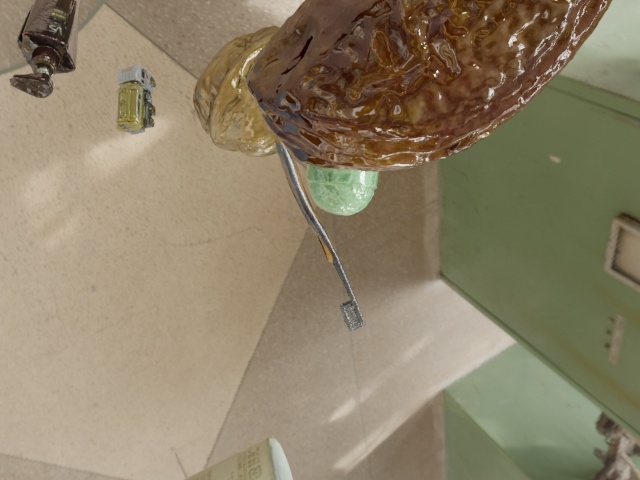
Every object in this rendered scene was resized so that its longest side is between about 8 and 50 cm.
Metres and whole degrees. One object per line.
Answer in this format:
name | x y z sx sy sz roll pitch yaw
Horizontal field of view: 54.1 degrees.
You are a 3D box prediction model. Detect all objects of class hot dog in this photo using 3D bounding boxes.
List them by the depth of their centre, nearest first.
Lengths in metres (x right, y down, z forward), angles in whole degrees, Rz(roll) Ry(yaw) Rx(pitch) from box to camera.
hot dog | 0.109 -0.223 0.580 0.387 0.267 0.174 -44 127 14

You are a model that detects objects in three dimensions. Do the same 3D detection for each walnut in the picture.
walnut | -0.094 -0.240 1.022 0.245 0.198 0.198 -48 135 -21

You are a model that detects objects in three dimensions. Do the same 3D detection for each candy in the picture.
candy | 0.051 -0.259 0.972 0.119 0.119 0.441 2 97 -35

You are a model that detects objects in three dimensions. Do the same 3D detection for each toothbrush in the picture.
toothbrush | 0.002 -0.001 0.896 0.031 0.023 0.321 -27 113 -14

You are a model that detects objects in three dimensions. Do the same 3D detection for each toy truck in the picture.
toy truck | -0.319 -0.239 1.069 0.052 0.123 0.063 -9 161 15

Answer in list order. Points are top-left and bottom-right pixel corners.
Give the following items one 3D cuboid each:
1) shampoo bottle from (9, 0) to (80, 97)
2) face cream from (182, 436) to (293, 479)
shampoo bottle | -0.373 -0.284 0.863 0.068 0.237 0.067 -3 141 -11
face cream | -0.197 0.419 0.867 0.348 0.174 0.081 -28 128 3
